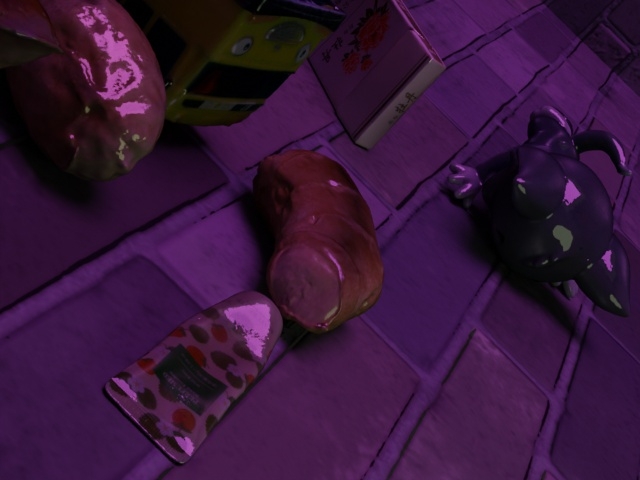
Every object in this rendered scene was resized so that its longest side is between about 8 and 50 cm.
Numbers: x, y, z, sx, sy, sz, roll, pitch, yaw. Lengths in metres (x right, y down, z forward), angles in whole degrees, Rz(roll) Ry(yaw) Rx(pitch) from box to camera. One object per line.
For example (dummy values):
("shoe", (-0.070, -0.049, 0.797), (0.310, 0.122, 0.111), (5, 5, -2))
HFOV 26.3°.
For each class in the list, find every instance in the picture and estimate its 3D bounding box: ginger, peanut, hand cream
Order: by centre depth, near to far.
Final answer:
("hand cream", (-0.062, 0.067, 0.755), (0.057, 0.037, 0.165), (44, 27, 1))
("peanut", (-0.156, -0.123, 0.848), (0.099, 0.099, 0.214), (26, 24, -39))
("ginger", (-0.002, 0.000, 0.931), (0.095, 0.069, 0.190), (10, 34, -21))

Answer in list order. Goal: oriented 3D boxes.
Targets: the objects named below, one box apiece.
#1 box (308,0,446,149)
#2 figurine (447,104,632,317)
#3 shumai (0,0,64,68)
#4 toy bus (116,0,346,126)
("box", (0.041, -0.187, 1.310), (0.029, 0.109, 0.198), (26, 27, -39))
("figurine", (0.239, -0.039, 1.361), (0.193, 0.140, 0.265), (57, 41, -17))
("shumai", (-0.218, -0.106, 0.632), (0.161, 0.153, 0.209), (57, 20, 13))
("toy bus", (-0.123, -0.200, 0.975), (0.262, 0.150, 0.128), (46, 21, 20))
